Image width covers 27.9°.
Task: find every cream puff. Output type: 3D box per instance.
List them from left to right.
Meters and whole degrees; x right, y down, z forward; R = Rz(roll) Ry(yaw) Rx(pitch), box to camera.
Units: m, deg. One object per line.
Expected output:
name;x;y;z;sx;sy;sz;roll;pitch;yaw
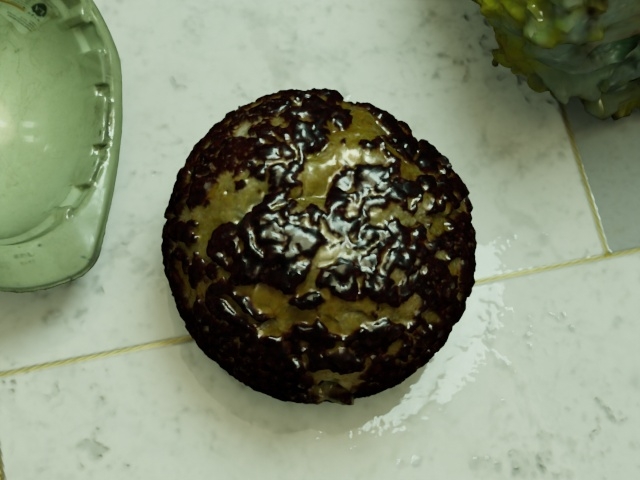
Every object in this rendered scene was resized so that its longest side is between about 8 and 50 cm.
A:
cream puff;0.000;0.000;0.947;0.239;0.165;0.239;2;71;-7

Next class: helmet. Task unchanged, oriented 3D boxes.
helmet;-0.264;-0.084;0.971;0.204;0.137;0.257;12;75;-42

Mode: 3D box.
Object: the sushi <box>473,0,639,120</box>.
sushi;0.285;-0.271;0.962;0.397;0.351;0.240;-19;74;-12
